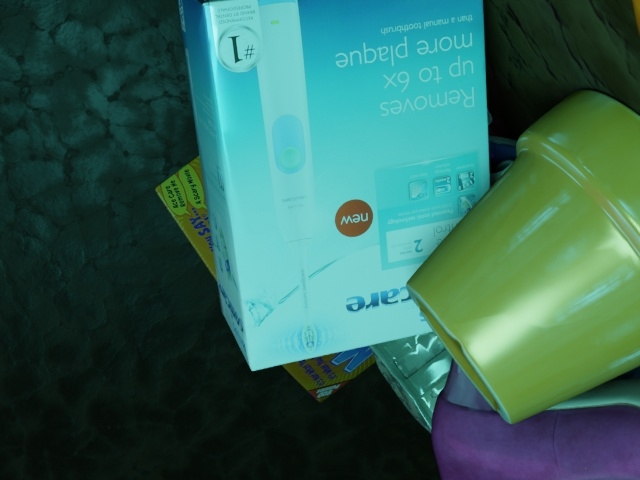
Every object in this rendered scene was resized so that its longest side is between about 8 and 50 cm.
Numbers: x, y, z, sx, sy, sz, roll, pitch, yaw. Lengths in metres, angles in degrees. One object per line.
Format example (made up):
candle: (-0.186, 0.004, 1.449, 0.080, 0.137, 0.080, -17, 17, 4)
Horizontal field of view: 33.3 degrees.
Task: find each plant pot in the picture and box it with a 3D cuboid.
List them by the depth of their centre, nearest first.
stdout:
plant pot: (0.174, 0.028, 0.780, 0.205, 0.188, 0.205, 53, 178, 3)

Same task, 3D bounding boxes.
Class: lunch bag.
lunch bag: (0.213, 0.153, 1.328, 0.287, 0.235, 0.169, 53, 178, 12)

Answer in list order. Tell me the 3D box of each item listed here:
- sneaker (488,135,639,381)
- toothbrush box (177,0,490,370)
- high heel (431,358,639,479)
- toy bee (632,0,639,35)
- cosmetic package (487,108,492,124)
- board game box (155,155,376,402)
sneaker: (0.207, 0.036, 0.957, 0.236, 0.130, 0.323, 49, -173, -47)
toothbrush box: (0.015, -0.068, 0.870, 0.126, 0.216, 0.295, -129, 32, -64)
high heel: (0.250, 0.187, 0.854, 0.377, 0.127, 0.181, 24, 117, 45)
toy bee: (0.210, -0.011, 0.344, 0.195, 0.162, 0.298, 37, -140, -68)
cosmetic package: (0.033, -0.175, 1.127, 0.129, 0.153, 0.296, 54, 180, -32)
board game box: (0.000, 0.000, 1.881, 0.356, 0.356, 0.356, 52, 178, 29)
